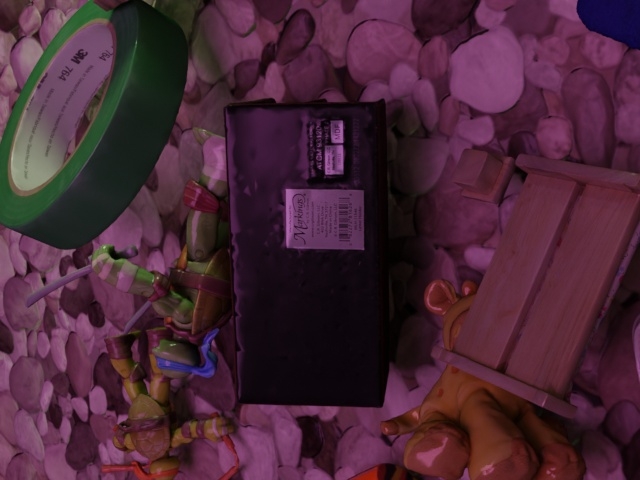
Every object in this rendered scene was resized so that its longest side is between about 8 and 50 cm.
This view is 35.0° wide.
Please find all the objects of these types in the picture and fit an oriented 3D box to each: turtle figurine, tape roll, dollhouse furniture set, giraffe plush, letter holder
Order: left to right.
[{"bbox_3d":[-0.288,-0.149,1.246,0.321,0.077,0.321,-30,47,38],"label":"tape roll"},{"bbox_3d":[-0.229,0.228,1.337,0.269,0.087,0.217,-13,88,41],"label":"turtle figurine"},{"bbox_3d":[-0.181,0.004,1.157,0.275,0.198,0.266,18,84,48],"label":"turtle figurine"},{"bbox_3d":[0.000,0.000,1.086,0.152,0.214,0.301,0,100,9],"label":"letter holder"},{"bbox_3d":[0.161,0.128,0.965,0.210,0.181,0.170,-157,77,-73],"label":"giraffe plush"},{"bbox_3d":[0.227,0.111,0.845,0.355,0.174,0.303,22,86,56],"label":"dollhouse furniture set"}]

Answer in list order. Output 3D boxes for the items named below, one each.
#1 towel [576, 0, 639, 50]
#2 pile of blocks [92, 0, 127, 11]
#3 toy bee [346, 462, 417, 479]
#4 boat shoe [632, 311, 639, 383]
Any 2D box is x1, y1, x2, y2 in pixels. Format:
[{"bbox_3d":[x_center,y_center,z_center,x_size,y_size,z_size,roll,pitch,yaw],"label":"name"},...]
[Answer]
[{"bbox_3d":[0.316,-0.287,0.773,0.227,0.076,0.308,-122,44,-61],"label":"towel"},{"bbox_3d":[-0.181,-0.431,1.132,0.362,0.113,0.149,-51,25,11],"label":"pile of blocks"},{"bbox_3d":[0.102,0.392,1.058,0.195,0.162,0.298,-10,65,49],"label":"toy bee"},{"bbox_3d":[0.327,0.183,0.847,0.098,0.096,0.277,-30,76,41],"label":"boat shoe"}]
